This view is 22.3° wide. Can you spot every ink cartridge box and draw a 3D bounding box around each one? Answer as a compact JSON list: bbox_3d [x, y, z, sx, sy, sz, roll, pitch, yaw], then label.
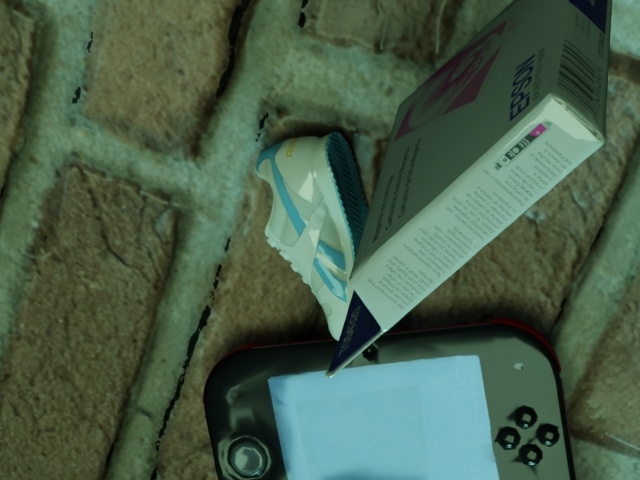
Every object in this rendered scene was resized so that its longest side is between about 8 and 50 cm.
[{"bbox_3d":[0.117,-0.076,1.421,0.071,0.324,0.330,41,119,-14],"label":"ink cartridge box"}]

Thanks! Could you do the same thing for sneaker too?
[{"bbox_3d":[0.000,0.000,1.638,0.092,0.087,0.228,-4,113,21],"label":"sneaker"}]

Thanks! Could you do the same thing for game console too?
[{"bbox_3d":[0.080,0.261,1.727,0.387,0.060,0.342,-7,98,15],"label":"game console"}]
